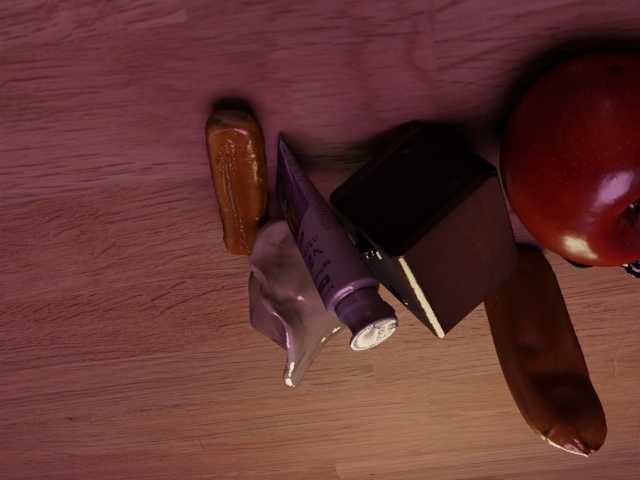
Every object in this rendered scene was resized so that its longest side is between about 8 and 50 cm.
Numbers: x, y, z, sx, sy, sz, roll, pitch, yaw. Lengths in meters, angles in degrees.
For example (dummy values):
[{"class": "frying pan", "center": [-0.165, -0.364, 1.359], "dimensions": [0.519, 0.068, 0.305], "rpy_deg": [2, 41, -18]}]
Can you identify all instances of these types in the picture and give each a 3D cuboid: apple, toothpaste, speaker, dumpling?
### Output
[{"class": "apple", "center": [0.350, -0.098, 0.812], "dimensions": [0.260, 0.216, 0.260], "rpy_deg": [-3, 138, -3]}, {"class": "toothpaste", "center": [0.000, 0.000, 0.860], "dimensions": [0.073, 0.299, 0.114], "rpy_deg": [-19, 147, -18]}, {"class": "speaker", "center": [0.150, -0.008, 0.916], "dimensions": [0.192, 0.153, 0.231], "rpy_deg": [-42, 140, -5]}, {"class": "dumpling", "center": [-0.012, 0.108, 1.031], "dimensions": [0.187, 0.243, 0.318], "rpy_deg": [-5, 149, 11]}]

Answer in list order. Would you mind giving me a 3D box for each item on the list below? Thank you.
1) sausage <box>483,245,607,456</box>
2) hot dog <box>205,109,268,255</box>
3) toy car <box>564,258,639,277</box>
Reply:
[{"class": "sausage", "center": [0.341, 0.172, 1.048], "dimensions": [0.134, 0.354, 0.116], "rpy_deg": [11, 140, -19]}, {"class": "hot dog", "center": [-0.113, -0.074, 0.935], "dimensions": [0.087, 0.061, 0.286], "rpy_deg": [4, 144, -5]}, {"class": "toy car", "center": [0.500, -0.014, 0.976], "dimensions": [0.301, 0.193, 0.118], "rpy_deg": [-3, 98, 5]}]
